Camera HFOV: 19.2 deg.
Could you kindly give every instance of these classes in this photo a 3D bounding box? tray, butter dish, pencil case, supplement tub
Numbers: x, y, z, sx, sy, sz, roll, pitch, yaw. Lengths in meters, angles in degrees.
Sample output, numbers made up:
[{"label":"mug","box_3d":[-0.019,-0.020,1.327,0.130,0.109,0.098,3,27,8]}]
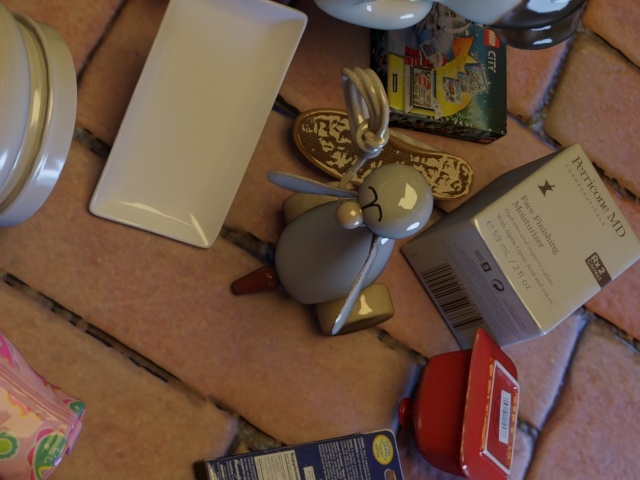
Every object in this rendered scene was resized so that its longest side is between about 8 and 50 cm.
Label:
[{"label":"tray","box_3d":[-0.129,-0.133,1.943,0.145,0.030,0.270,17,104,-25]},{"label":"butter dish","box_3d":[0.140,0.187,2.030,0.160,0.118,0.160,43,50,-60]},{"label":"pencil case","box_3d":[-0.349,0.113,1.755,0.284,0.124,0.124,46,60,-21]},{"label":"supplement tub","box_3d":[-0.415,-0.136,1.716,0.331,0.241,0.241,11,71,-39]}]

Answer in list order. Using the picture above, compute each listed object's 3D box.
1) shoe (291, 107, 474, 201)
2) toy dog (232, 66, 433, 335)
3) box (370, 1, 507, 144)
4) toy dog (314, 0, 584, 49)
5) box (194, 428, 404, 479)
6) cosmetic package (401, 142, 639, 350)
[{"label":"shoe","box_3d":[0.063,-0.090,2.097,0.219,0.058,0.076,19,88,-19]},{"label":"toy dog","box_3d":[0.000,0.000,1.913,0.161,0.333,0.220,-18,60,-15]},{"label":"box","box_3d":[0.136,-0.237,2.177,0.159,0.044,0.233,10,72,-26]},{"label":"toy dog","box_3d":[0.101,-0.335,1.973,0.395,0.408,0.284,5,103,-66]},{"label":"box","box_3d":[-0.013,0.277,1.960,0.225,0.036,0.136,-6,80,-29]},{"label":"cosmetic package","box_3d":[0.224,0.011,2.095,0.184,0.151,0.151,-36,96,-31]}]
